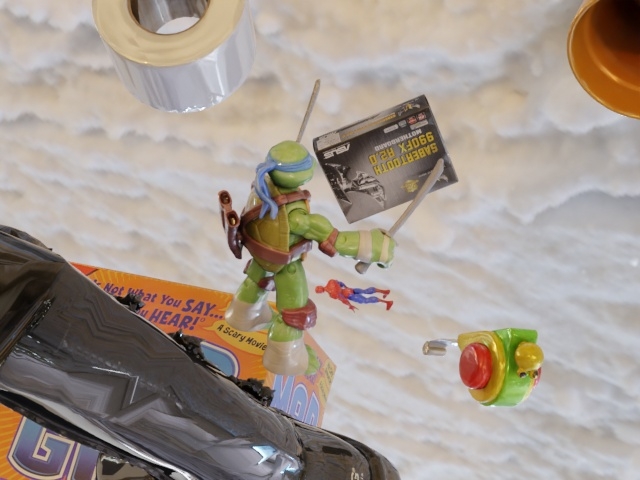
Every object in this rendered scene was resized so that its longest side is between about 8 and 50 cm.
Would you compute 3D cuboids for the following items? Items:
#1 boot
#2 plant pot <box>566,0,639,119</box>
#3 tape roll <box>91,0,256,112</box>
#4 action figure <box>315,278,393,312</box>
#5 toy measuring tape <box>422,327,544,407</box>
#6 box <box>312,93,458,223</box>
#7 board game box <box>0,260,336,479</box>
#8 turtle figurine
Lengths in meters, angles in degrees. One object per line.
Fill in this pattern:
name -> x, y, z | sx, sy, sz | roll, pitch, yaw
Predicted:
boot -> -0.192, 0.140, 0.970 | 0.367, 0.146, 0.445 | -5, 153, 38
plant pot -> 0.449, -0.293, 1.497 | 0.205, 0.188, 0.205 | 19, 140, 16
tape roll -> -0.231, -0.349, 1.838 | 0.246, 0.246, 0.169 | 27, 165, 12
action figure -> 0.045, 0.077, 1.606 | 0.115, 0.038, 0.030 | 13, 136, -25
toy measuring tape -> 0.242, 0.200, 1.743 | 0.121, 0.121, 0.330 | 37, 160, -13
box -> 0.124, -0.151, 2.159 | 0.231, 0.056, 0.183 | -21, 124, 8
board game box -> -0.218, 0.274, 1.644 | 0.357, 0.356, 0.356 | 10, 163, 16
turtle figurine -> 0.000, 0.000, 1.282 | 0.198, 0.274, 0.266 | 23, 121, 14
